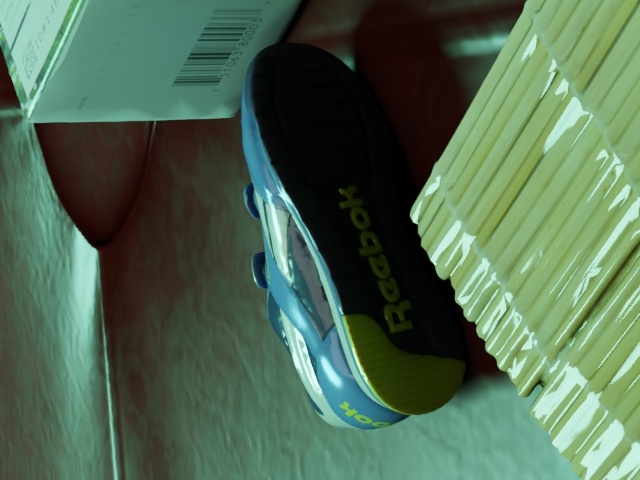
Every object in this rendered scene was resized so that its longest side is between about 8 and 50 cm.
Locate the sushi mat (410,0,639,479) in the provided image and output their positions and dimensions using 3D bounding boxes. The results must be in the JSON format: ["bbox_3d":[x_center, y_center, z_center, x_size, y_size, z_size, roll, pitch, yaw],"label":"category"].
[{"bbox_3d":[0.117,-0.057,0.397,0.151,0.019,0.316,56,141,28],"label":"sushi mat"}]

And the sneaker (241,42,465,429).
[{"bbox_3d":[0.000,0.000,0.583,0.059,0.053,0.144,-45,56,55],"label":"sneaker"}]

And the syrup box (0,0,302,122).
[{"bbox_3d":[-0.095,-0.167,0.669,0.093,0.096,0.236,-54,50,46],"label":"syrup box"}]
